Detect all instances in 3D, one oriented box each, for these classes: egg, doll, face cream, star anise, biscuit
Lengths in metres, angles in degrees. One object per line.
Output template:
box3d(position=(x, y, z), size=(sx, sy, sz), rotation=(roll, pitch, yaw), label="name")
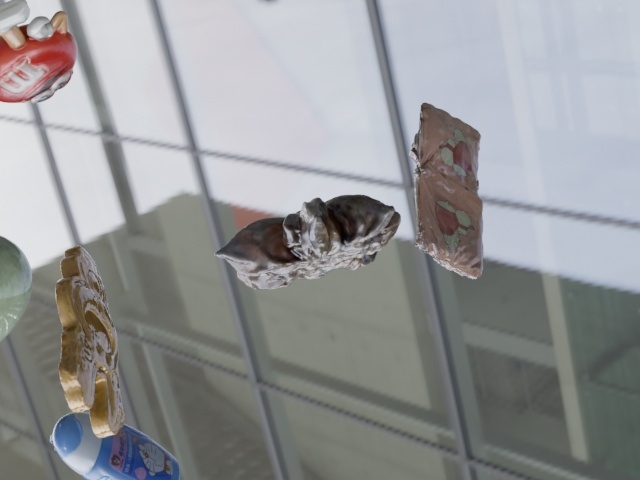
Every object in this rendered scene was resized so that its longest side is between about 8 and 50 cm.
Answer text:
box3d(position=(-0.725, 0.117, 2.548), size=(0.352, 0.258, 0.258), rotation=(-30, -154, -14), label="egg")
box3d(position=(-0.380, -0.219, 1.637), size=(0.183, 0.085, 0.217), rotation=(-31, 166, 9), label="doll")
box3d(position=(-0.380, 0.396, 2.427), size=(0.083, 0.264, 0.149), rotation=(-38, -141, 26), label="face cream")
box3d(position=(-0.011, 0.001, 2.098), size=(0.315, 0.108, 0.315), rotation=(-14, 171, -2), label="star anise")
box3d(position=(-0.268, 0.111, 1.534), size=(0.040, 0.144, 0.236), rotation=(-12, -126, 4), label="biscuit")

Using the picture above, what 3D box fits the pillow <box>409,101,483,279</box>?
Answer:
box3d(position=(0.181, -0.072, 1.903), size=(0.049, 0.135, 0.248), rotation=(-23, -127, 39), label="pillow")
